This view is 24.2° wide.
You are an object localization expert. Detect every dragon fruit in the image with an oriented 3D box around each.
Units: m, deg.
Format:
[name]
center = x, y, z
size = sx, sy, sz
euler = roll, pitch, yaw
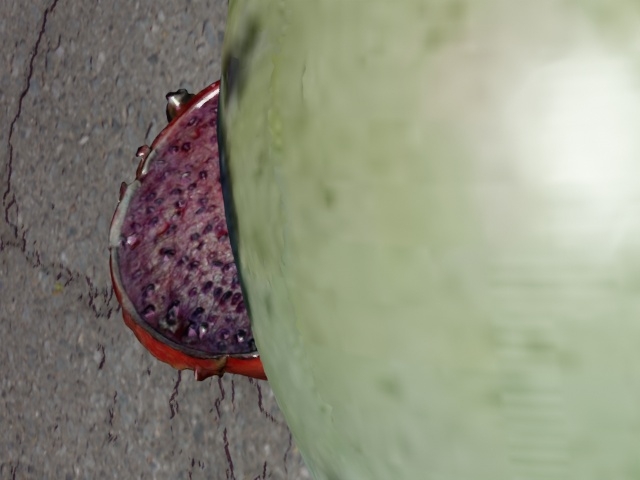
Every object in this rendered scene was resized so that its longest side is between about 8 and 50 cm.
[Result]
[dragon fruit]
center = -0.002, 0.004, 0.892
size = 0.218, 0.148, 0.224
euler = -32, 48, 8

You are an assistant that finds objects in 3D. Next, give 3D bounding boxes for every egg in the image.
[egg]
center = 0.134, -0.022, 0.576
size = 0.345, 0.345, 0.428
euler = 1, 100, 48
